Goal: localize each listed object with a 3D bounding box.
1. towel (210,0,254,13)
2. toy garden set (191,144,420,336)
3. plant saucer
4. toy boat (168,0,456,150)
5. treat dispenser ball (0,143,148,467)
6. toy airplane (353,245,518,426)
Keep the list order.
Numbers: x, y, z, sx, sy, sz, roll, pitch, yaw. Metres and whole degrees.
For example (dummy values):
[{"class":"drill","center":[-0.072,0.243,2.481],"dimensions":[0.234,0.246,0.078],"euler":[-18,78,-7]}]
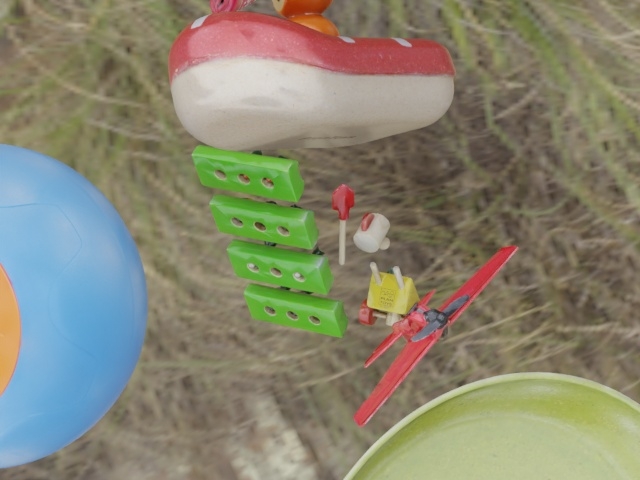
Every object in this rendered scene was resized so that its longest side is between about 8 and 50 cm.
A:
[{"class":"towel","center":[-0.048,-0.340,1.856],"dimensions":[0.031,0.275,0.199],"euler":[10,110,15]},{"class":"toy garden set","center":[0.000,0.000,1.856],"dimensions":[0.204,0.049,0.244],"euler":[11,141,26]},{"class":"plant saucer","center":[0.084,0.179,0.863],"dimensions":[0.037,0.241,0.241],"euler":[7,101,63]},{"class":"toy boat","center":[-0.011,-0.151,1.400],"dimensions":[0.151,0.231,0.151],"euler":[-13,85,42]},{"class":"treat dispenser ball","center":[-0.297,0.058,1.648],"dimensions":[0.288,0.288,0.288],"euler":[3,97,24]},{"class":"toy airplane","center":[0.064,0.054,1.165],"dimensions":[0.028,0.151,0.151],"euler":[42,111,2]}]
